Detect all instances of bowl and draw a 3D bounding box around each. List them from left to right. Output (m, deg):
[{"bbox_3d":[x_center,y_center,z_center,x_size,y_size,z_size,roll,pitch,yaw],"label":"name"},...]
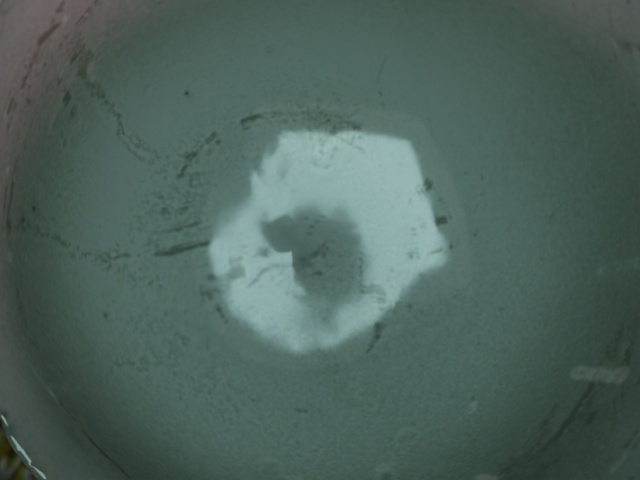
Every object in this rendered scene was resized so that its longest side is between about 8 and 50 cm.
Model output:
[{"bbox_3d":[0.000,0.000,0.786,0.435,0.196,0.434,3,74,-12],"label":"bowl"}]
